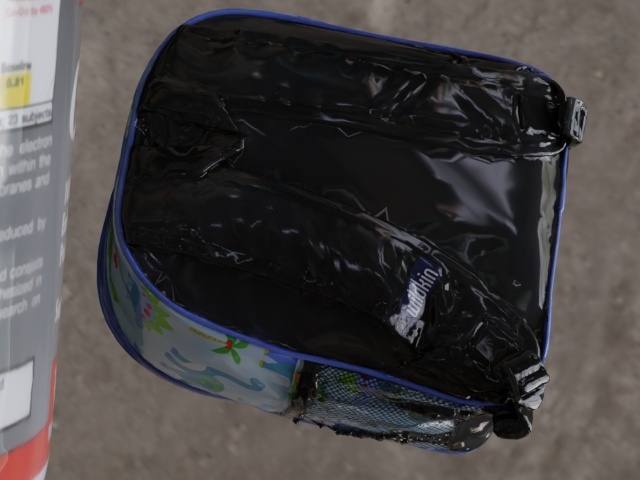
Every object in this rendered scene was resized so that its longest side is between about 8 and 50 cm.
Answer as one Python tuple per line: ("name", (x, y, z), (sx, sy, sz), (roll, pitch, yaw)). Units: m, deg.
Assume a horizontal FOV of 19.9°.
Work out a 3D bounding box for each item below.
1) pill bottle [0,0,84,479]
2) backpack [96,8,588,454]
("pill bottle", (-0.190, -0.078, 0.656), (0.210, 0.210, 0.363), (-2, 106, -30))
("backpack", (0.000, 0.000, 0.482), (0.114, 0.084, 0.105), (15, 64, -7))
